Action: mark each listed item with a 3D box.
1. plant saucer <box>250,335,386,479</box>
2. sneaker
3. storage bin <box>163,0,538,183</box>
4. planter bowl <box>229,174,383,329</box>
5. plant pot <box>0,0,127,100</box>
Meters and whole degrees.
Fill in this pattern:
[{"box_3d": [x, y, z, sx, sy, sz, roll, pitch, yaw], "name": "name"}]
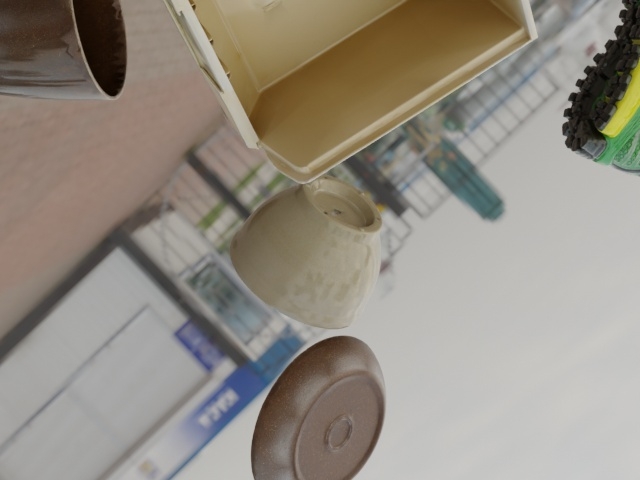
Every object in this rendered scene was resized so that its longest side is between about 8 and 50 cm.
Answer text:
[{"box_3d": [0.010, 0.200, 1.385, 0.199, 0.036, 0.198, -24, 125, -39], "name": "plant saucer"}, {"box_3d": [0.412, -0.231, 1.465, 0.343, 0.146, 0.134, -62, -159, 12], "name": "sneaker"}, {"box_3d": [0.013, -0.216, 1.039, 0.260, 0.123, 0.262, -33, 141, -5], "name": "storage bin"}, {"box_3d": [0.000, 0.000, 1.367, 0.109, 0.162, 0.162, -57, 174, 29], "name": "planter bowl"}, {"box_3d": [-0.394, -0.272, 1.682, 0.230, 0.215, 0.215, -8, -174, 8], "name": "plant pot"}]
